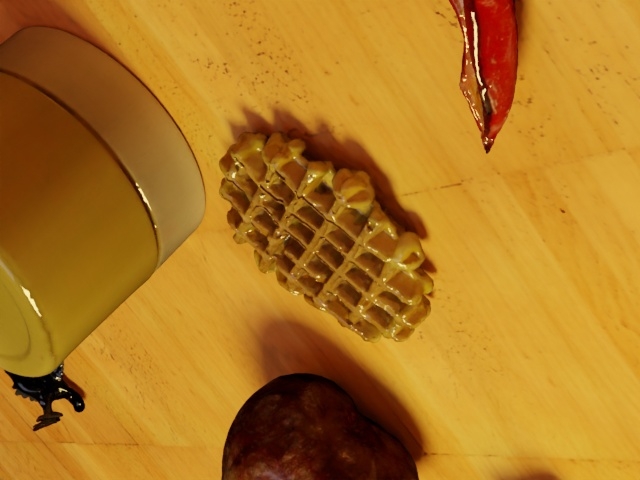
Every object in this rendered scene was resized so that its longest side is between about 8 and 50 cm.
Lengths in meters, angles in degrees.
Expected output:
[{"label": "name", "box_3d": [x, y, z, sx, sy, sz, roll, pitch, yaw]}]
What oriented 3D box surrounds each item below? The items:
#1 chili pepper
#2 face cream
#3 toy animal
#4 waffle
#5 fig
[{"label": "chili pepper", "box_3d": [0.076, -0.155, 0.768, 0.059, 0.050, 0.268, 42, 159, 46]}, {"label": "face cream", "box_3d": [-0.230, -0.029, 1.163, 0.218, 0.179, 0.218, 30, 148, 21]}, {"label": "toy animal", "box_3d": [-0.311, 0.154, 1.633, 0.108, 0.062, 0.220, 55, 154, 15]}, {"label": "waffle", "box_3d": [0.002, -0.002, 1.067, 0.191, 0.038, 0.191, 30, 147, 22]}, {"label": "fig", "box_3d": [-0.016, 0.235, 1.268, 0.170, 0.145, 0.274, 36, 135, 14]}]
